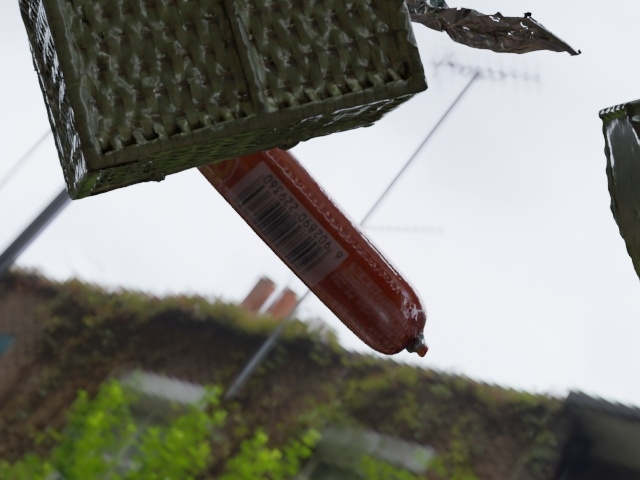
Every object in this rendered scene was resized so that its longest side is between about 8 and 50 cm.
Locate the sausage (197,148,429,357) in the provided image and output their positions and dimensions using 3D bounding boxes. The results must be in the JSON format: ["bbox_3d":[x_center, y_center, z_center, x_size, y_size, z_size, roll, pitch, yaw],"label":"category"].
[{"bbox_3d":[0.000,0.000,1.319,0.274,0.074,0.074,47,-34,-6],"label":"sausage"}]

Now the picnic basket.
[{"bbox_3d":[-0.062,-0.110,0.882,0.154,0.196,0.134,148,-74,-74],"label":"picnic basket"}]

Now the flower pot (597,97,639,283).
[{"bbox_3d":[0.383,-0.049,1.446,0.190,0.239,0.209,-13,-28,-1],"label":"flower pot"}]

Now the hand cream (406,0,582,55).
[{"bbox_3d":[0.142,-0.219,1.502,0.084,0.050,0.257,30,1,-39],"label":"hand cream"}]
